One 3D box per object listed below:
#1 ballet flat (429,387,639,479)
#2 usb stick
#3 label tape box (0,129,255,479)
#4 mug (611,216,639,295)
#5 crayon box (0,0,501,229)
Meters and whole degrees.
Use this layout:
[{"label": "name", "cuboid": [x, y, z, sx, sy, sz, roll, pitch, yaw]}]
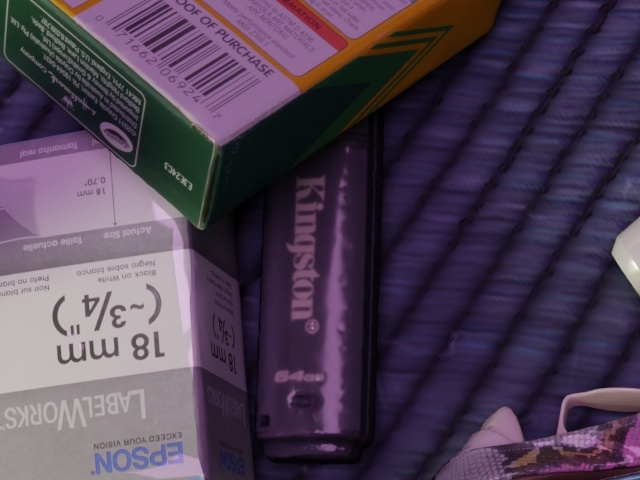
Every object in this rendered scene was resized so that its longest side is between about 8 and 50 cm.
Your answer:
[{"label": "ballet flat", "cuboid": [0.144, 0.131, 1.155, 0.221, 0.077, 0.079, -13, 56, 1]}, {"label": "usb stick", "cuboid": [0.000, 0.000, 1.216, 0.077, 0.045, 0.278, 0, 77, 9]}, {"label": "label tape box", "cuboid": [-0.169, 0.111, 1.177, 0.241, 0.106, 0.333, -9, 75, 12]}, {"label": "mug", "cuboid": [0.216, 0.010, 1.174, 0.064, 0.062, 0.078, -33, 67, 8]}, {"label": "crayon box", "cuboid": [-0.026, -0.166, 1.186, 0.203, 0.083, 0.323, 41, 54, 19]}]
